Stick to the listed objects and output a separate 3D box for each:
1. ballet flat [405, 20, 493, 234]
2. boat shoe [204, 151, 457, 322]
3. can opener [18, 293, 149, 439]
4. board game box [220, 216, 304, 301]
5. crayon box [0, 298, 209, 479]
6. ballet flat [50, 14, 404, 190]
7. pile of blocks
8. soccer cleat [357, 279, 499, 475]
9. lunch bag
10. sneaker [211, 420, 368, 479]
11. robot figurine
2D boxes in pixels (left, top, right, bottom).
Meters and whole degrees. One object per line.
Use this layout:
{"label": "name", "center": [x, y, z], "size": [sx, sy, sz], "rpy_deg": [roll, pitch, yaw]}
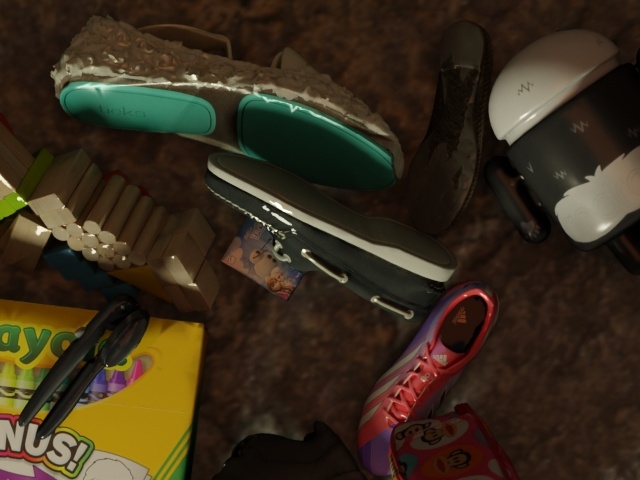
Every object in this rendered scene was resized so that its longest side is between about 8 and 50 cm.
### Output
{"label": "ballet flat", "center": [0.152, -0.125, 1.930], "size": [0.084, 0.058, 0.249], "rpy_deg": [5, 80, 23]}
{"label": "boat shoe", "center": [0.000, 0.000, 1.879], "size": [0.303, 0.114, 0.091], "rpy_deg": [26, 111, -6]}
{"label": "can opener", "center": [-0.255, 0.133, 1.820], "size": [0.059, 0.073, 0.186], "rpy_deg": [45, 94, -3]}
{"label": "board game box", "center": [-0.053, 0.009, 1.947], "size": [0.090, 0.020, 0.090], "rpy_deg": [31, 86, 3]}
{"label": "crayon box", "center": [-0.322, 0.226, 1.890], "size": [0.363, 0.106, 0.313], "rpy_deg": [7, 86, 1]}
{"label": "ballet flat", "center": [-0.094, -0.172, 1.912], "size": [0.409, 0.147, 0.147], "rpy_deg": [14, 86, 1]}
{"label": "pile of blocks", "center": [-0.274, -0.033, 1.924], "size": [0.362, 0.149, 0.112], "rpy_deg": [30, 43, -7]}
{"label": "soccer cleat", "center": [0.117, 0.151, 1.898], "size": [0.083, 0.095, 0.248], "rpy_deg": [34, 86, 3]}
{"label": "lunch bag", "center": [0.164, 0.334, 1.780], "size": [0.120, 0.293, 0.258], "rpy_deg": [-17, 110, -1]}
{"label": "sneaker", "center": [-0.079, 0.280, 1.854], "size": [0.286, 0.109, 0.130], "rpy_deg": [-13, 63, -36]}
{"label": "robot figurine", "center": [0.307, -0.100, 1.880], "size": [0.209, 0.173, 0.278], "rpy_deg": [-34, 86, -18]}
